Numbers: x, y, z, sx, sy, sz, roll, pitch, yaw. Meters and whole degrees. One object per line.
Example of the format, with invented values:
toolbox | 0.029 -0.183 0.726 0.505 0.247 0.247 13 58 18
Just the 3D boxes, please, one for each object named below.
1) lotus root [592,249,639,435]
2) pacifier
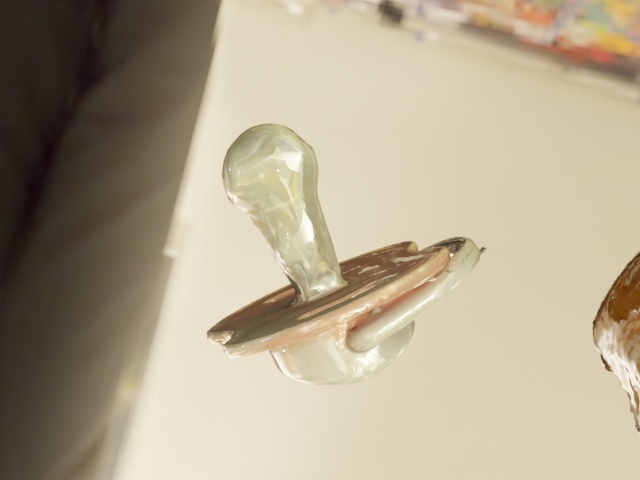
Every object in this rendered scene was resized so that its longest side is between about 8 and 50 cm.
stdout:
lotus root | 0.423 0.079 1.615 0.316 0.316 0.250 14 153 -4
pacifier | -0.003 0.034 1.868 0.273 0.220 0.332 30 177 -9
